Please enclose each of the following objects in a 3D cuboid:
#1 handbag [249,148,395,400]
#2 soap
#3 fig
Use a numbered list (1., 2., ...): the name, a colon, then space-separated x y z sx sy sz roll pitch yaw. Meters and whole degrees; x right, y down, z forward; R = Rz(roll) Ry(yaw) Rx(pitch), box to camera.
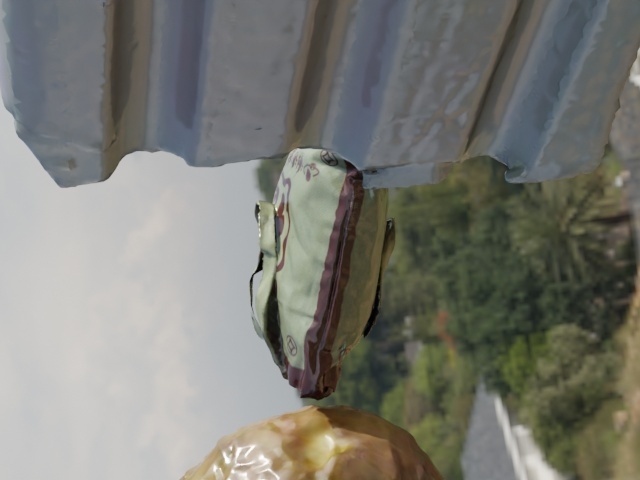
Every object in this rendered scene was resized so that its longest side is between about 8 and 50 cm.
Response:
1. handbag: 0.000 0.000 1.210 0.213 0.127 0.235 -113 38 -75
2. soap: 0.007 -0.234 0.697 0.435 0.350 0.213 100 170 -55
3. fig: -0.003 0.323 1.143 0.369 0.286 0.286 -100 2 -56
